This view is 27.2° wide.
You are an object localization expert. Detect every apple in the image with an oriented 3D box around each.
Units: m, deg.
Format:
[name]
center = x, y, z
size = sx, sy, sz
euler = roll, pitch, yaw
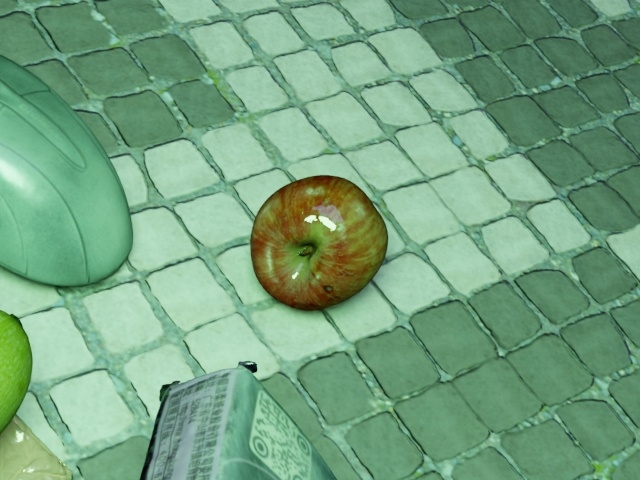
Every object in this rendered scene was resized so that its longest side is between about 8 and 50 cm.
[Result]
[apple]
center = 0.000, 0.000, 1.422
size = 0.146, 0.146, 0.131
euler = 29, 22, 5

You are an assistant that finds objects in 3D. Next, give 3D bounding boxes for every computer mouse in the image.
[computer mouse]
center = -0.341, -0.107, 1.363
size = 0.371, 0.122, 0.188
euler = 37, 36, 3

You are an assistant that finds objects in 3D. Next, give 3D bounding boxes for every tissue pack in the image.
[tissue pack]
center = -0.050, 0.296, 1.017
size = 0.259, 0.122, 0.361
euler = 57, 22, -27

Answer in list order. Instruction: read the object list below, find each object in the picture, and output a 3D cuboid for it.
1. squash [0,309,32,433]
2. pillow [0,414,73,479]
[squash]
center = -0.344, 0.147, 1.106
size = 0.132, 0.132, 0.247
euler = 42, 69, 17
[pillow]
center = -0.339, 0.174, 1.200
size = 0.232, 0.043, 0.126
euler = 43, 53, 15
